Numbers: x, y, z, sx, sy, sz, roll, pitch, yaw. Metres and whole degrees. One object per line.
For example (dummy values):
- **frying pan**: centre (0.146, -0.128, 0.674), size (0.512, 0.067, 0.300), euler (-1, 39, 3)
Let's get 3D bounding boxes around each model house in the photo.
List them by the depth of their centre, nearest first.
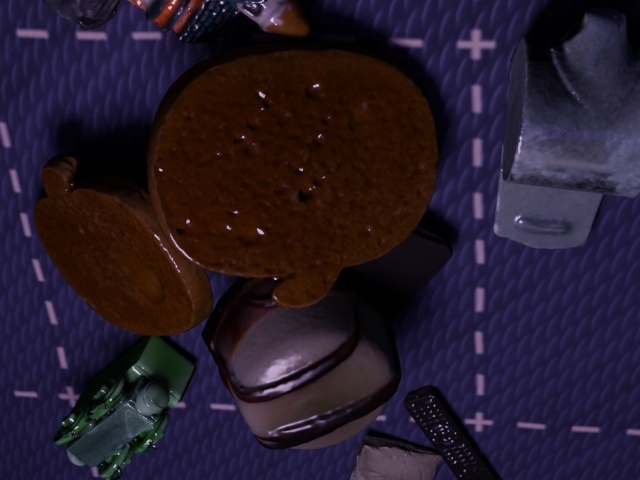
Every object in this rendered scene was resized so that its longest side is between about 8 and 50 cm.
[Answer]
- **model house**: centre (-0.139, -0.325, 1.486), size (0.301, 0.190, 0.271), euler (34, 125, -15)

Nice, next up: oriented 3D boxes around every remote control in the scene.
- **remote control**: centre (0.220, 0.338, 2.027), size (0.063, 0.025, 0.245), euler (-22, 120, 22)

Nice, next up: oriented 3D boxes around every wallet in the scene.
- **wallet**: centre (0.000, 0.000, 1.728), size (0.377, 0.051, 0.197), euler (20, 129, -26)

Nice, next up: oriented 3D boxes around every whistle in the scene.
- **whistle**: centre (0.318, -0.133, 1.572), size (0.168, 0.188, 0.405), euler (7, 162, 1)

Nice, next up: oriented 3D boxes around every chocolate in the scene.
- **chocolate**: centre (-0.025, 0.185, 1.737), size (0.283, 0.186, 0.284), euler (-3, 131, -3)

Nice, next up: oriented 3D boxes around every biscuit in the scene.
- **biscuit**: centre (-0.033, -0.085, 1.585), size (0.394, 0.070, 0.351), euler (0, 97, -21)
- **biscuit**: centre (-0.300, 0.005, 1.775), size (0.367, 0.063, 0.314), euler (-6, 120, 54)

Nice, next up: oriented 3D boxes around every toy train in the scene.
- **toy train**: centre (-0.323, 0.274, 1.996), size (0.132, 0.188, 0.243), euler (42, 124, -15)

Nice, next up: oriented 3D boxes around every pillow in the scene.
- **pillow**: centre (0.112, 0.430, 2.110), size (0.148, 0.050, 0.230), euler (16, 130, -3)

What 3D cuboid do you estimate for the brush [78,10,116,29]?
- **brush**: centre (-0.349, -0.362, 1.614), size (0.063, 0.016, 0.193), euler (-23, 120, 26)
